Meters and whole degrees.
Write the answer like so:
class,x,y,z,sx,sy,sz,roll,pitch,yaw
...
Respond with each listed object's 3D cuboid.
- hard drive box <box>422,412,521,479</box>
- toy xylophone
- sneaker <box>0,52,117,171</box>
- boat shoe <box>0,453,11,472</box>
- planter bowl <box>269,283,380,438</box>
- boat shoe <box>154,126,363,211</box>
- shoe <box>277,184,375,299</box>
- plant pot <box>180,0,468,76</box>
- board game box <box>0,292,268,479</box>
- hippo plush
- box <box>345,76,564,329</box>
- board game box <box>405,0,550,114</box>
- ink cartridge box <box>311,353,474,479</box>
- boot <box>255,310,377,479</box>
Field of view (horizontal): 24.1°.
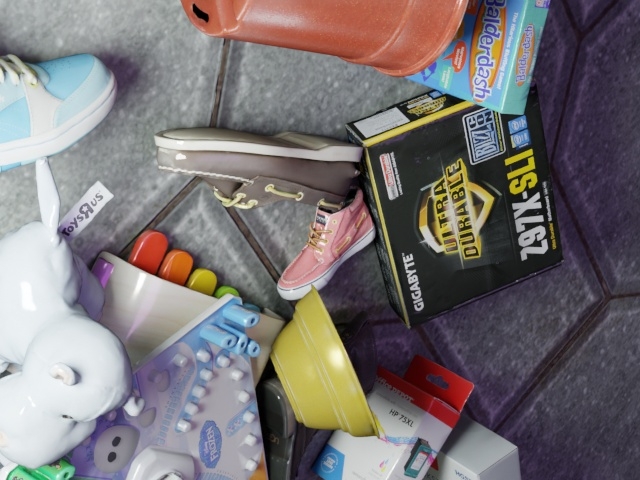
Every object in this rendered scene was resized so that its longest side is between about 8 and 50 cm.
class,x,y,z,sx,sy,sz,roll,pitch,yaw
hard drive box,0.221,0.386,2.299,0.089,0.181,0.232,-29,125,-28
toy xylophone,-0.182,0.140,1.892,0.322,0.081,0.236,34,85,-45
sneaker,-0.360,-0.179,1.556,0.319,0.127,0.208,-28,127,-31
boat shoe,-0.383,0.292,1.774,0.301,0.108,0.102,-29,160,-44
planter bowl,-0.007,0.172,1.924,0.090,0.217,0.217,-23,127,-3
boat shoe,-0.076,-0.085,1.865,0.324,0.116,0.097,-1,106,-48
shoe,0.000,0.000,2.010,0.178,0.063,0.081,-40,130,-29
plant pot,-0.010,-0.329,1.728,0.265,0.272,0.273,-2,110,-33
board game box,-0.195,0.318,1.828,0.390,0.050,0.390,-38,137,-36
hippo plush,-0.280,0.117,1.636,0.294,0.236,0.234,-44,151,10
box,0.193,-0.062,2.089,0.257,0.079,0.322,-23,125,-12
board game box,0.194,-0.268,1.954,0.047,0.210,0.160,-1,109,-42
ink cartridge box,0.106,0.273,2.176,0.078,0.134,0.231,36,83,-45
boot,-0.003,0.247,2.102,0.229,0.091,0.263,-29,138,-43
